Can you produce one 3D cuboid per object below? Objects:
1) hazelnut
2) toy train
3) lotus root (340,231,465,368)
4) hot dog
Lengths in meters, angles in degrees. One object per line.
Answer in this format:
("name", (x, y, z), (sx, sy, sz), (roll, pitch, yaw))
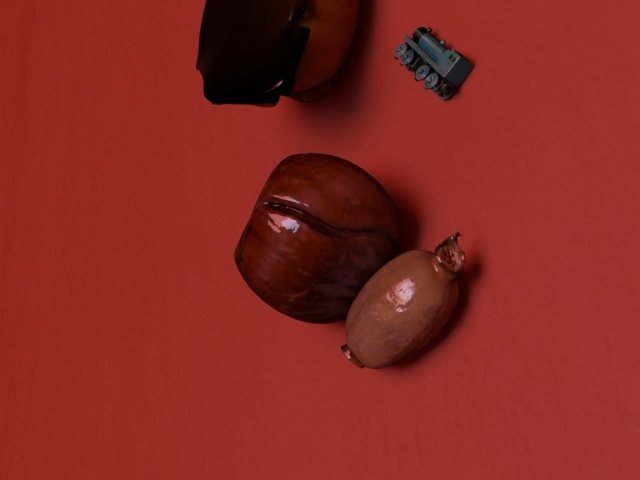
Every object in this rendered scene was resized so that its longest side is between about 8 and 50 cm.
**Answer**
("hazelnut", (0.000, 0.000, 0.875), (0.154, 0.143, 0.143), (-63, 36, 25))
("toy train", (0.098, -0.161, 0.892), (0.045, 0.029, 0.092), (-50, 39, 15))
("lotus root", (0.067, 0.054, 0.809), (0.150, 0.062, 0.073), (-49, 42, 30))
("hot dog", (-0.017, -0.254, 1.024), (0.194, 0.107, 0.326), (0, 65, 43))
